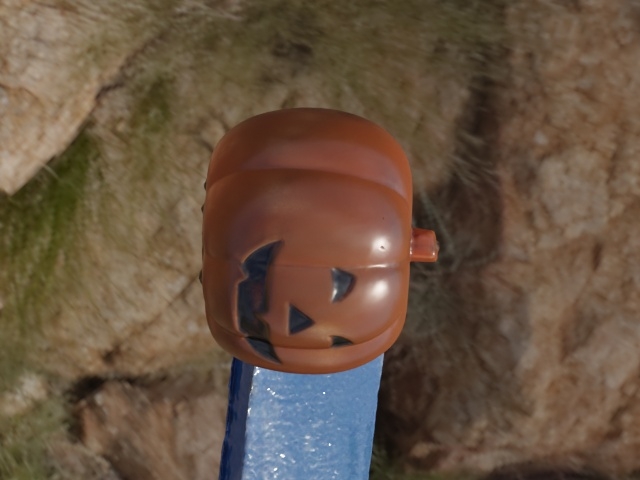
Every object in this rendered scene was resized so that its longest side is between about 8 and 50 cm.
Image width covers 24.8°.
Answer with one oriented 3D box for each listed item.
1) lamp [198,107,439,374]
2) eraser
[{"bbox_3d":[0.000,0.000,0.999,0.163,0.188,0.188,4,107,2],"label":"lamp"},{"bbox_3d":[-0.014,0.140,1.252,0.144,0.042,0.312,9,87,-37],"label":"eraser"}]
